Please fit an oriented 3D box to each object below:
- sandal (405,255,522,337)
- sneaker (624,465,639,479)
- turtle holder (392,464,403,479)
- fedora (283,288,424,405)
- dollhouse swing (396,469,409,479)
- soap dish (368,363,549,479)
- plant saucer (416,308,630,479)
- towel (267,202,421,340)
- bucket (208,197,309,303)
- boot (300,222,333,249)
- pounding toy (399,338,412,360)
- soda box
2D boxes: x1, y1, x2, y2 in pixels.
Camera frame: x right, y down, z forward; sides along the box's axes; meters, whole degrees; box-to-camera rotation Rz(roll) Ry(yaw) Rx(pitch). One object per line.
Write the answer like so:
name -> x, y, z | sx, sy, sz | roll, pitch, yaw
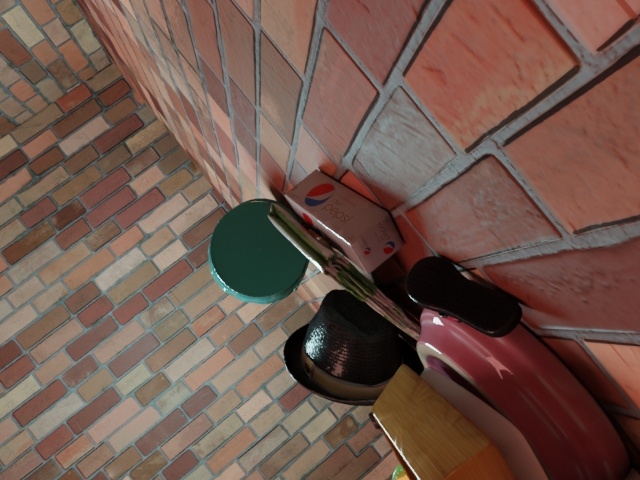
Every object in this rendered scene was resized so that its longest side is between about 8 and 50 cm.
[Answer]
sandal -> 0.167, 0.072, 0.661 | 0.040, 0.067, 0.179 | 44, 173, -34
sneaker -> 0.371, 0.378, 0.646 | 0.111, 0.129, 0.297 | 36, 163, 53
turtle holder -> 0.333, 0.558, 1.307 | 0.227, 0.243, 0.320 | -4, 89, 62
fedora -> 0.074, 0.204, 1.192 | 0.334, 0.334, 0.152 | 37, 129, 56
dollhouse swing -> 0.305, 0.577, 1.042 | 0.346, 0.305, 0.315 | 51, -162, 4
soap dish -> 0.174, 0.292, 0.662 | 0.228, 0.118, 0.291 | 61, 174, -6
plant saucer -> 0.245, 0.212, 0.749 | 0.332, 0.084, 0.332 | 49, 170, 11
towel -> 0.059, 0.064, 0.979 | 0.325, 0.038, 0.248 | 38, -179, -36
bucket -> -0.159, 0.031, 1.426 | 0.281, 0.281, 0.183 | 51, 169, 1
boot -> 0.000, 0.000, 1.249 | 0.087, 0.042, 0.118 | 49, 174, -28
pounding toy -> 0.171, 0.334, 1.329 | 0.154, 0.154, 0.269 | 57, 169, -29
soda box -> 0.030, -0.036, 0.853 | 0.216, 0.074, 0.069 | 39, 165, 53
